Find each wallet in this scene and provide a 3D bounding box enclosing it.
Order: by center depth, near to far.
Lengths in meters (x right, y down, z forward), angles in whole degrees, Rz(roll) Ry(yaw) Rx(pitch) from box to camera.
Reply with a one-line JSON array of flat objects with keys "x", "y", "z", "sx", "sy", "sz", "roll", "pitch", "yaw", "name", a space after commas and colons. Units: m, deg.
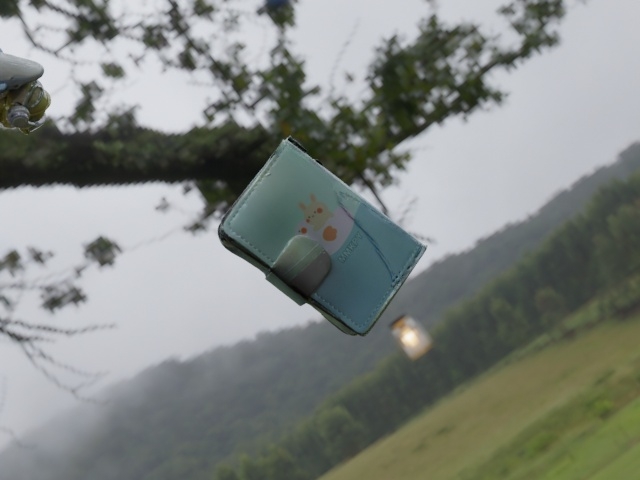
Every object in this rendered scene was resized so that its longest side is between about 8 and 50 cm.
[{"x": 0.000, "y": 0.000, "z": 1.734, "sx": 0.176, "sy": 0.250, "sz": 0.075, "roll": -54, "pitch": 8, "yaw": -12, "name": "wallet"}]

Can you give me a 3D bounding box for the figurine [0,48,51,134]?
[{"x": -0.534, "y": -0.234, "z": 2.058, "sx": 0.209, "sy": 0.128, "sz": 0.184, "roll": -25, "pitch": -37, "yaw": 19, "name": "figurine"}]
